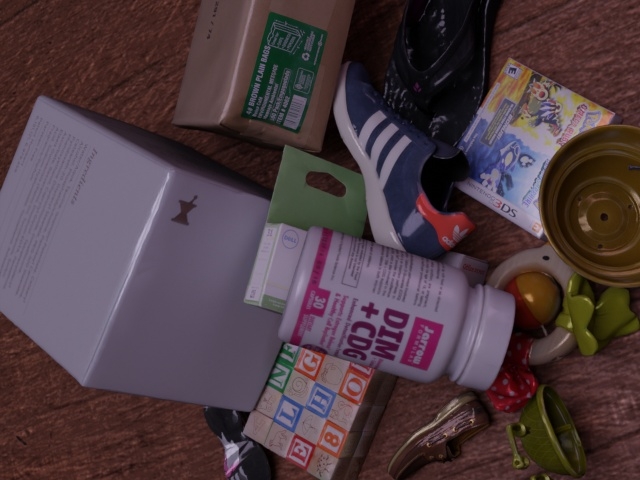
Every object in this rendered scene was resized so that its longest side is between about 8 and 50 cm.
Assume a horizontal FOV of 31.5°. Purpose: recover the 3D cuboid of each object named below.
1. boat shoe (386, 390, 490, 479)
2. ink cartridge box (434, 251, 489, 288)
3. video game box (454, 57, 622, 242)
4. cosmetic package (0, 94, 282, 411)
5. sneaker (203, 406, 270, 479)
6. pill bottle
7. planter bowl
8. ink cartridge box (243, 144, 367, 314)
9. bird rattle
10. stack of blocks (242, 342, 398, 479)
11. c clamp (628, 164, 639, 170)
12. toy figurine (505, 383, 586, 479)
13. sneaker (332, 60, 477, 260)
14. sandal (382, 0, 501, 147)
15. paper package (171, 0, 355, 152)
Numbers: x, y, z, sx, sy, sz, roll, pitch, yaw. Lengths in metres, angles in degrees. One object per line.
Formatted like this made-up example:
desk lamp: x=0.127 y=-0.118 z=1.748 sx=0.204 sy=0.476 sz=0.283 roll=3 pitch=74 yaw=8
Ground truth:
boat shoe: x=0.169 y=0.292 z=1.633 sx=0.178 sy=0.064 sz=0.060 roll=-45 pitch=62 yaw=15
ink cartridge box: x=0.183 y=0.085 z=1.633 sx=0.056 sy=0.099 sz=0.135 roll=16 pitch=90 yaw=33
video game box: x=0.298 y=-0.130 z=1.627 sx=0.187 sy=0.048 sz=0.205 roll=34 pitch=101 yaw=27
cosmetic package: x=-0.269 y=0.017 z=1.734 sx=0.394 sy=0.329 sz=0.327 roll=29 pitch=97 yaw=45
sneaker: x=-0.124 y=0.320 z=1.805 sx=0.072 sy=0.077 sz=0.178 roll=-18 pitch=94 yaw=5
pill bottle: x=0.099 y=0.094 z=1.487 sx=0.283 sy=0.160 sz=0.160 roll=16 pitch=92 yaw=-2
planter bowl: x=0.389 y=-0.038 z=1.514 sx=0.217 sy=0.090 sz=0.217 roll=0 pitch=79 yaw=-1
ink cartridge box: x=0.000 y=0.000 z=1.615 sx=0.056 sy=0.171 sz=0.235 roll=5 pitch=77 yaw=58
bird rattle: x=0.303 y=0.116 z=1.574 sx=0.253 sy=0.143 sz=0.206 roll=-41 pitch=53 yaw=34
stack of blocks: x=0.021 y=0.194 z=1.720 sx=0.171 sy=0.087 sz=0.297 roll=25 pitch=96 yaw=31
c clamp: x=0.450 y=-0.017 z=1.430 sx=0.137 sy=0.022 sz=0.160 roll=1 pitch=86 yaw=43
toy figurine: x=0.274 y=0.397 z=1.483 sx=0.217 sy=0.191 sz=0.362 roll=-30 pitch=84 yaw=40
sneaker: x=0.126 y=-0.128 z=1.625 sx=0.148 sy=0.131 sz=0.350 roll=-27 pitch=63 yaw=19
sandal: x=0.182 y=-0.332 z=1.685 sx=0.168 sy=0.107 sz=0.445 roll=17 pitch=94 yaw=33
paper package: x=-0.084 y=-0.309 z=1.726 sx=0.309 sy=0.168 sz=0.324 roll=-165 pitch=89 yaw=-69
